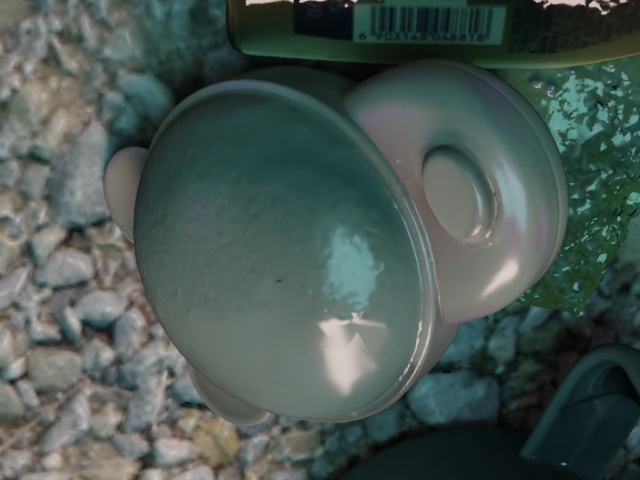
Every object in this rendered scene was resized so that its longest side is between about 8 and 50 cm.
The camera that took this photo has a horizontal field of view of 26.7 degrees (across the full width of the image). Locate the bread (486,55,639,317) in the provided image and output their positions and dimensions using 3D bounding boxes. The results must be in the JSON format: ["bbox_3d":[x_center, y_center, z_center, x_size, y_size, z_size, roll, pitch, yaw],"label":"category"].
[{"bbox_3d":[0.105,-0.031,0.728,0.232,0.064,0.172,-22,116,1],"label":"bread"}]

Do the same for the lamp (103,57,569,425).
[{"bbox_3d":[0.000,0.001,0.643,0.246,0.108,0.179,-20,102,36],"label":"lamp"}]

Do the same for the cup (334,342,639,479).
[{"bbox_3d":[0.110,0.250,0.726,0.257,0.311,0.331,-7,116,-9],"label":"cup"}]

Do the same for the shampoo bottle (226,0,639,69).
[{"bbox_3d":[0.131,-0.140,0.629,0.350,0.084,0.125,0,126,2],"label":"shampoo bottle"}]
